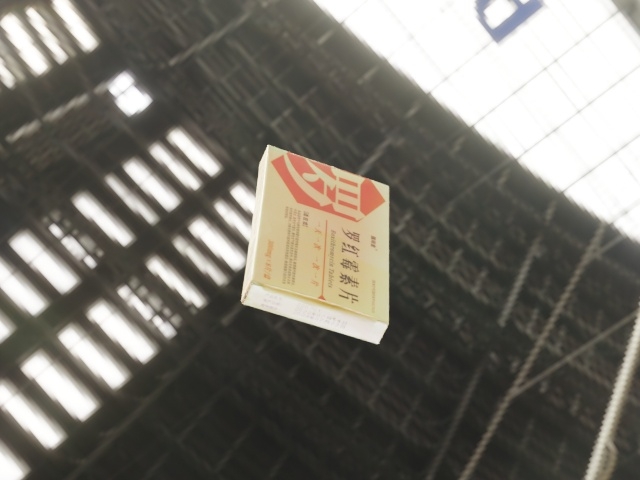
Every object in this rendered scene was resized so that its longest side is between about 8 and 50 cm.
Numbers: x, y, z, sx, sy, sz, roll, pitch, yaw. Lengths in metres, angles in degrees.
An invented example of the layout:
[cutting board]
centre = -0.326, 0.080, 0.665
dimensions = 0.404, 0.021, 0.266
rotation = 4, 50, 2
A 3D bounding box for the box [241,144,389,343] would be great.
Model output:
[box]
centre = 0.000, 0.000, 0.570
dimensions = 0.058, 0.015, 0.093
rotation = 19, -143, -12
